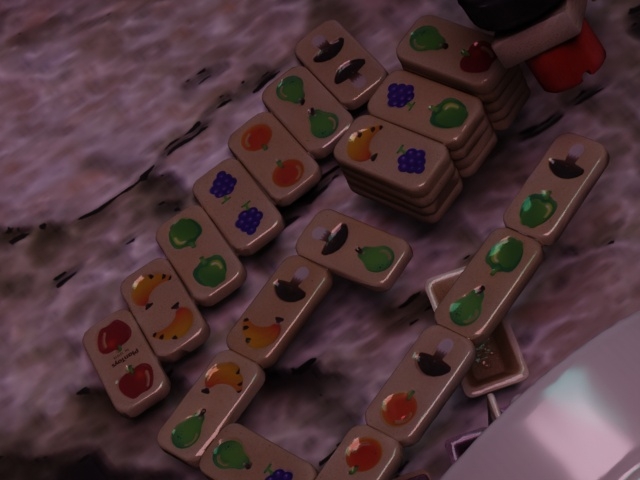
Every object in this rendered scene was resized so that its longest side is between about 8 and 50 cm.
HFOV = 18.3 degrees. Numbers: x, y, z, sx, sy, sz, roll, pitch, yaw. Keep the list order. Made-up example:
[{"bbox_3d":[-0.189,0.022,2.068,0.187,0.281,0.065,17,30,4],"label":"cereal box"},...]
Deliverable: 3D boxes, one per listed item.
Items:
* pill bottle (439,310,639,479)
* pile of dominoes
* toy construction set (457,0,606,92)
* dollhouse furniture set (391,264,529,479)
[{"bbox_3d":[0.207,0.208,0.780,0.204,0.204,0.361,-38,69,-11],"label":"pill bottle"},{"bbox_3d":[0.000,0.000,0.950,0.196,0.040,0.251,24,70,35],"label":"pile of dominoes"},{"bbox_3d":[0.117,-0.224,0.964,0.308,0.237,0.257,24,107,-22],"label":"toy construction set"},{"bbox_3d":[0.061,0.061,0.925,0.091,0.081,0.114,-18,66,-2],"label":"dollhouse furniture set"}]
